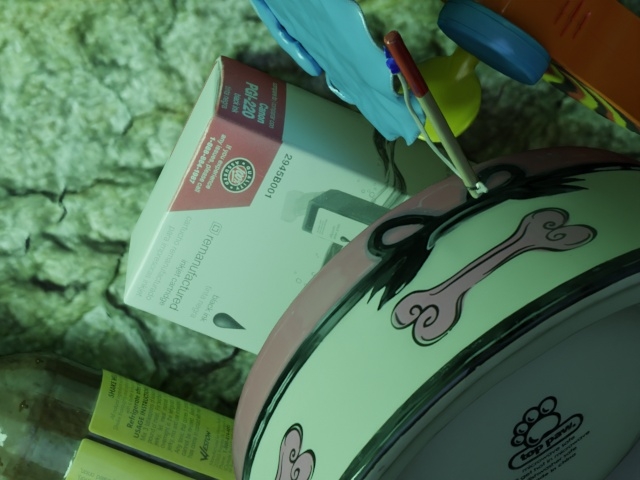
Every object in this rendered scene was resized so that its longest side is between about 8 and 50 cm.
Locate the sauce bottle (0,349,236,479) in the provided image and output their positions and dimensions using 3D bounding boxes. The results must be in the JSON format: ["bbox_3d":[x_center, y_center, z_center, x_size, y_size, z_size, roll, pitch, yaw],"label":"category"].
[{"bbox_3d":[-0.160,0.142,1.226,0.344,0.111,0.111,24,117,-11],"label":"sauce bottle"}]

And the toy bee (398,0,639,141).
[{"bbox_3d":[0.097,-0.175,1.040,0.195,0.162,0.298,-41,130,-12],"label":"toy bee"}]

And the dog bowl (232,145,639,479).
[{"bbox_3d":[0.123,0.116,1.097,0.408,0.150,0.408,-21,139,-20],"label":"dog bowl"}]

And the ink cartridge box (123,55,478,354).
[{"bbox_3d":[0.000,0.000,1.153,0.217,0.092,0.159,21,118,-14],"label":"ink cartridge box"}]

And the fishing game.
[{"bbox_3d":[0.003,-0.130,0.989,0.041,0.264,0.189,-40,137,-6],"label":"fishing game"}]
